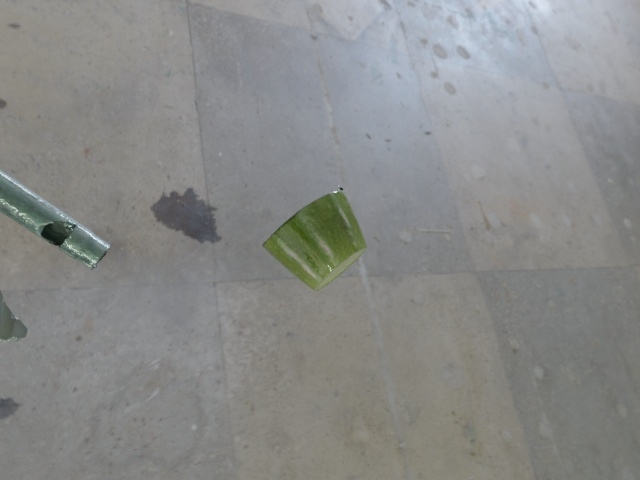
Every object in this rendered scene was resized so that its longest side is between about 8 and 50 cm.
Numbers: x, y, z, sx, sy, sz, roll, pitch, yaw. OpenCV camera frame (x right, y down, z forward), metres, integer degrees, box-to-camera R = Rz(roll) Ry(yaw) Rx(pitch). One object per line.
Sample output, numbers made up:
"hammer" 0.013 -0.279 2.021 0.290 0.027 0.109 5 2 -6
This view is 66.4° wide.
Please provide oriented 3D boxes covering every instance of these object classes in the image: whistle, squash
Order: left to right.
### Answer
"whistle" -0.513 -0.060 0.847 0.312 0.062 0.062 40 55 -22
"squash" 0.000 0.000 0.824 0.170 0.170 0.123 -31 76 -35

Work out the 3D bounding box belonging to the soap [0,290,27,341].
"soap" -0.700 0.043 0.931 0.258 0.159 0.302 18 80 -59
